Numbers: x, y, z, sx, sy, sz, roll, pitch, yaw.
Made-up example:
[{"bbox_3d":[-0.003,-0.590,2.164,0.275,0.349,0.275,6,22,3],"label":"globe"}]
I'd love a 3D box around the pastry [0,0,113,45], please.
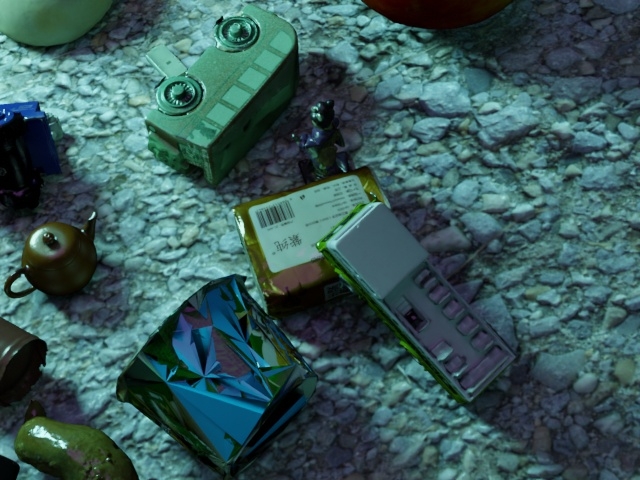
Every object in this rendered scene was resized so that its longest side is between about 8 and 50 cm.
[{"bbox_3d":[-0.483,-0.465,1.678,0.264,0.133,0.265,-2,57,3],"label":"pastry"}]

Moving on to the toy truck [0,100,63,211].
[{"bbox_3d":[-0.520,-0.154,1.498,0.213,0.161,0.177,-4,40,-1],"label":"toy truck"}]

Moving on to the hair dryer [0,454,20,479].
[{"bbox_3d":[-0.582,0.350,1.237,0.352,0.107,0.189,6,62,14],"label":"hair dryer"}]

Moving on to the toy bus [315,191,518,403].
[{"bbox_3d":[0.130,0.082,1.287,0.113,0.139,0.302,-43,92,-8],"label":"toy bus"}]

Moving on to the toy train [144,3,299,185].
[{"bbox_3d":[-0.143,-0.242,1.540,0.159,0.129,0.326,31,65,13],"label":"toy train"}]

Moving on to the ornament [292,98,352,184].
[{"bbox_3d":[-0.003,-0.146,1.444,0.081,0.203,0.088,-19,63,0],"label":"ornament"}]

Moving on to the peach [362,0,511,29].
[{"bbox_3d":[0.176,-0.535,1.577,0.388,0.388,0.388,-1,60,1],"label":"peach"}]

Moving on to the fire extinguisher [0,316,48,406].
[{"bbox_3d":[-0.542,0.103,1.370,0.337,0.106,0.147,26,39,15],"label":"fire extinguisher"}]

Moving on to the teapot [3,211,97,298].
[{"bbox_3d":[-0.391,0.023,1.402,0.173,0.116,0.116,-40,67,-19],"label":"teapot"}]

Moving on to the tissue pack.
[{"bbox_3d":[0.000,0.000,1.417,0.226,0.092,0.183,-17,61,-9],"label":"tissue pack"}]

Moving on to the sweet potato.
[{"bbox_3d":[-0.302,0.317,1.238,0.124,0.098,0.310,-39,66,4],"label":"sweet potato"}]

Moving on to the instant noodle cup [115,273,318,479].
[{"bbox_3d":[-0.123,0.185,1.248,0.178,0.240,0.240,41,68,14],"label":"instant noodle cup"}]

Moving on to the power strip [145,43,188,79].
[{"bbox_3d":[-0.263,-0.302,1.640,0.040,0.016,0.090,-36,64,-17],"label":"power strip"}]
